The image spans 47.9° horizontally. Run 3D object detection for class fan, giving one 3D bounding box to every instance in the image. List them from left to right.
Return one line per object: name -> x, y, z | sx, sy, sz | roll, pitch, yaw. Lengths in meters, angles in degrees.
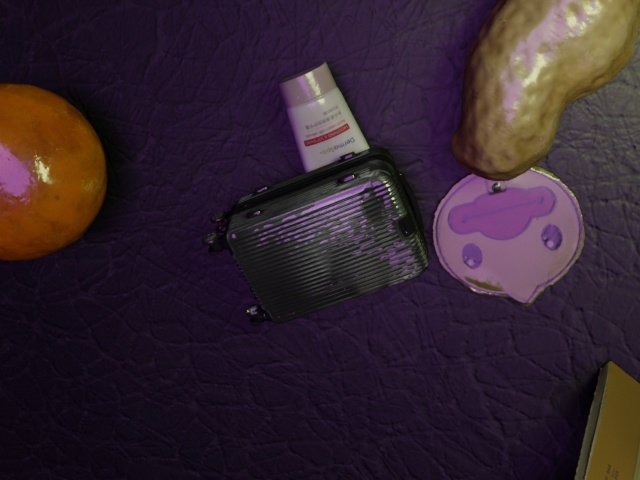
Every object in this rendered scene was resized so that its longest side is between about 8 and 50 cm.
fan -> 0.277, -0.053, 1.111 | 0.229, 0.011, 0.335 | -15, 97, 13

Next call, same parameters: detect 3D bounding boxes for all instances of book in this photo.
book -> 0.539, 0.375, 1.022 | 0.389, 0.269, 0.032 | 39, 132, 3

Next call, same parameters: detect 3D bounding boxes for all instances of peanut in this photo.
peanut -> 0.311, -0.258, 0.987 | 0.192, 0.169, 0.387 | 30, 106, -2

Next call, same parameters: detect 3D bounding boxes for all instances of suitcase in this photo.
suitcase -> 0.000, 0.000, 1.096 | 0.312, 0.128, 0.202 | -20, 117, 13

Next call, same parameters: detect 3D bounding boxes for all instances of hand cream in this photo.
hand cream -> 0.014, -0.144, 1.120 | 0.133, 0.083, 0.248 | -21, 106, 16

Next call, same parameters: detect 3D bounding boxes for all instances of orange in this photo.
orange -> -0.485, -0.108, 1.146 | 0.283, 0.226, 0.284 | 1, 102, 4
